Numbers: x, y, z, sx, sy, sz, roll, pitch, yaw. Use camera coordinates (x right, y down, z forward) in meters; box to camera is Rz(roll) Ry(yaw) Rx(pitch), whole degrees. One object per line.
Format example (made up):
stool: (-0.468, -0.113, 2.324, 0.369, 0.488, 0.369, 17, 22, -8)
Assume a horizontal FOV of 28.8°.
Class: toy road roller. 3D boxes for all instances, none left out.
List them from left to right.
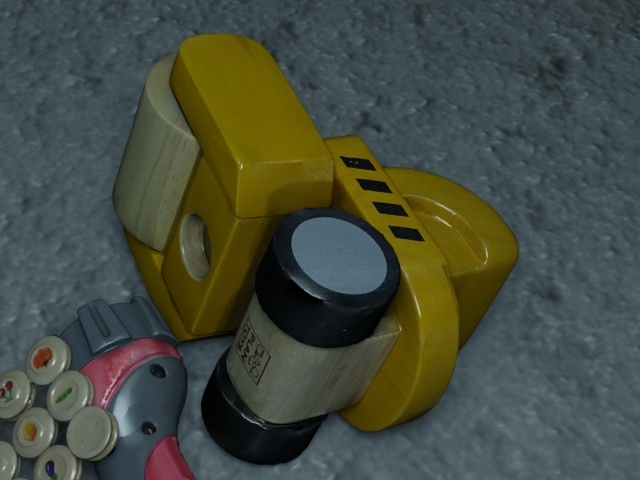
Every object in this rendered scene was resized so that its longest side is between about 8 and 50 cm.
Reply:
toy road roller: (0.000, 0.000, 0.995, 0.240, 0.202, 0.329, -9, 52, -33)

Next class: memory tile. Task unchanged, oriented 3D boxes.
memory tile: (-0.216, 0.147, 0.879, 0.148, 0.012, 0.113, -43, 57, 5)

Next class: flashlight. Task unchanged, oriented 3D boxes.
flashlight: (-0.096, 0.176, 0.871, 0.103, 0.103, 0.304, 0, 42, -42)
